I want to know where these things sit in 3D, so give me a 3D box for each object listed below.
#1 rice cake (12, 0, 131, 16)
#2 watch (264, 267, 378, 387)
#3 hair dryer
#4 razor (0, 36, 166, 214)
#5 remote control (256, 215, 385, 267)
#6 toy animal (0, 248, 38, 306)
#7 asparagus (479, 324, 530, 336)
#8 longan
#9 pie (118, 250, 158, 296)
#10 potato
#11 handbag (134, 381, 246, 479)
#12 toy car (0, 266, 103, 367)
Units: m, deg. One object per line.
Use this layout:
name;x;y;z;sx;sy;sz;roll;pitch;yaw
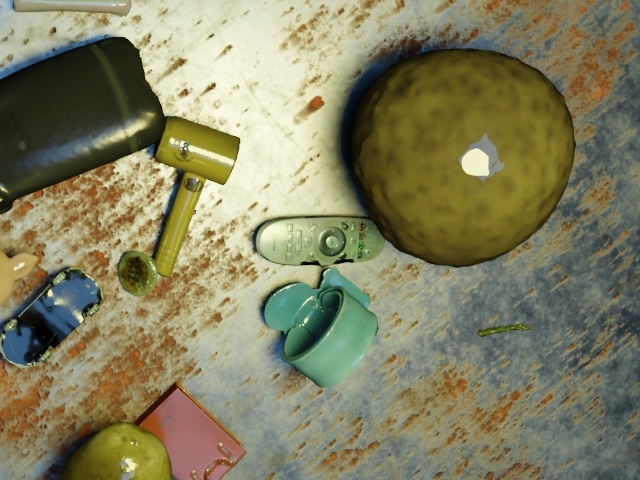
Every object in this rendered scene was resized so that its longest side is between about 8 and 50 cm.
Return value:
rice cake;-0.407;-0.464;1.589;0.198;0.037;0.189;4;99;-16
watch;0.017;0.161;1.739;0.211;0.193;0.211;-3;103;-15
hair dryer;-0.250;-0.072;1.686;0.135;0.090;0.279;17;101;-18
razor;-0.436;-0.193;1.575;0.349;0.113;0.204;-26;84;-9
remote control;0.001;0.000;1.784;0.256;0.045;0.097;2;101;-19
toy animal;-0.613;0.026;1.562;0.250;0.154;0.166;38;80;-21
asparagus;0.374;0.181;1.936;0.114;0.014;0.015;-6;136;-13
longan;0.239;-0.148;1.657;0.391;0.391;0.391;-3;101;-15
pie;-0.325;0.060;1.701;0.085;0.017;0.085;6;105;22
potato;-0.357;0.454;1.686;0.210;0.173;0.307;17;116;10
handbag;-0.245;0.374;1.777;0.127;0.063;0.190;-44;105;-4
toy car;-0.473;0.135;1.671;0.205;0.056;0.095;-44;108;0
